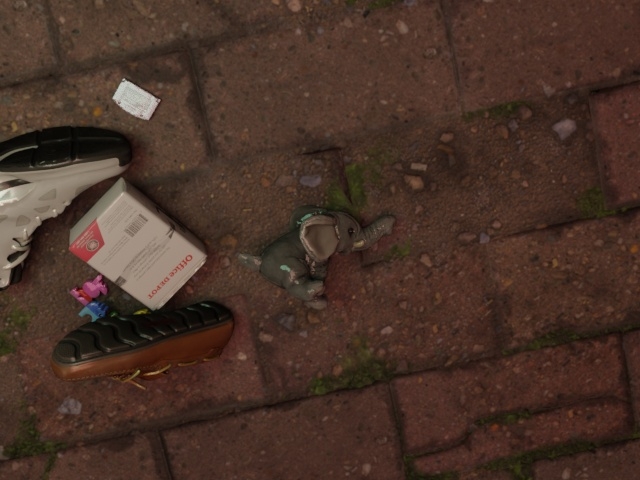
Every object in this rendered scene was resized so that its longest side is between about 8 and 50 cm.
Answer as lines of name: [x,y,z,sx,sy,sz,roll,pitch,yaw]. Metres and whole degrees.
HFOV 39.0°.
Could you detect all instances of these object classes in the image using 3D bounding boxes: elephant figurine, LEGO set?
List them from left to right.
LEGO set: [-0.391,0.154,1.809,0.227,0.087,0.093,43,98,-11]
elephant figurine: [0.000,0.000,1.772,0.169,0.186,0.239,31,89,35]

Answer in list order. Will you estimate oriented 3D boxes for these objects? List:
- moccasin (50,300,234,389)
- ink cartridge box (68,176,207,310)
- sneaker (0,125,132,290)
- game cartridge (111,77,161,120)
moccasin: [-0.335,0.213,1.721,0.139,0.380,0.147,28,114,32]
ink cartridge box: [-0.351,0.009,1.747,0.158,0.092,0.218,-45,117,7]
sneaker: [-0.565,-0.057,1.750,0.447,0.169,0.257,-14,121,-5]
game cartridge: [-0.359,-0.272,1.754,0.083,0.017,0.056,31,96,-8]
